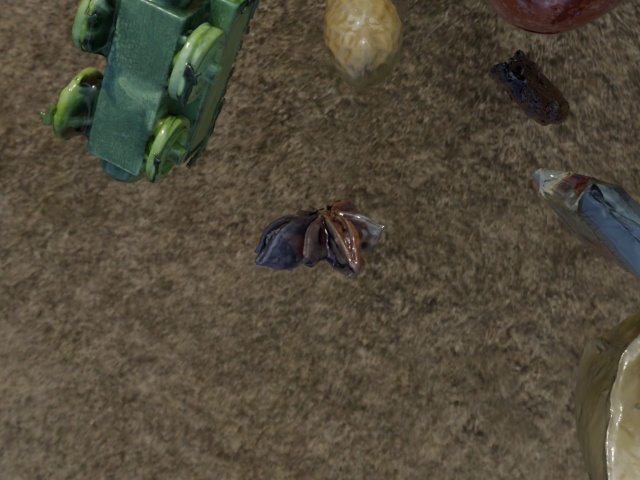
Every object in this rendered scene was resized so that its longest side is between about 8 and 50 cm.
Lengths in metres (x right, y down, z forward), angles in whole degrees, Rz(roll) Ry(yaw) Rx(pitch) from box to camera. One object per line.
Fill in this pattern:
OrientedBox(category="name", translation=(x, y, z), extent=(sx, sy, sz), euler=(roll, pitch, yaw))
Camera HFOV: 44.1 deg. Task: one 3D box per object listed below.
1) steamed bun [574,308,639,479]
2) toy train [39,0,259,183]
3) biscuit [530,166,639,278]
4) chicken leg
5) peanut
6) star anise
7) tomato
OrientedBox(category="steamed bun", translation=(0.260, 0.092, 0.561), extent=(0.110, 0.231, 0.212), euler=(41, 110, -6))
OrientedBox(category="toy train", translation=(-0.182, -0.191, 0.881), extent=(0.159, 0.188, 0.271), euler=(27, 127, 0))
OrientedBox(category="biscuit", translation=(0.426, -0.036, 1.203), extent=(0.186, 0.309, 0.079), euler=(44, 99, -8))
OrientedBox(category="chicken leg", translation=(0.393, -0.270, 1.443), extent=(0.234, 0.105, 0.063), euler=(33, 149, -32))
OrientedBox(category="peanut", translation=(0.070, -0.343, 1.257), extent=(0.149, 0.313, 0.149), euler=(1, 122, 2))
OrientedBox(category="star anise", translation=(0.000, 0.000, 1.169), extent=(0.236, 0.229, 0.092), euler=(16, 119, 57))
OrientedBox(category="tomato", translation=(0.349, -0.446, 1.163), extent=(0.270, 0.270, 0.227), euler=(-34, 141, 27))
